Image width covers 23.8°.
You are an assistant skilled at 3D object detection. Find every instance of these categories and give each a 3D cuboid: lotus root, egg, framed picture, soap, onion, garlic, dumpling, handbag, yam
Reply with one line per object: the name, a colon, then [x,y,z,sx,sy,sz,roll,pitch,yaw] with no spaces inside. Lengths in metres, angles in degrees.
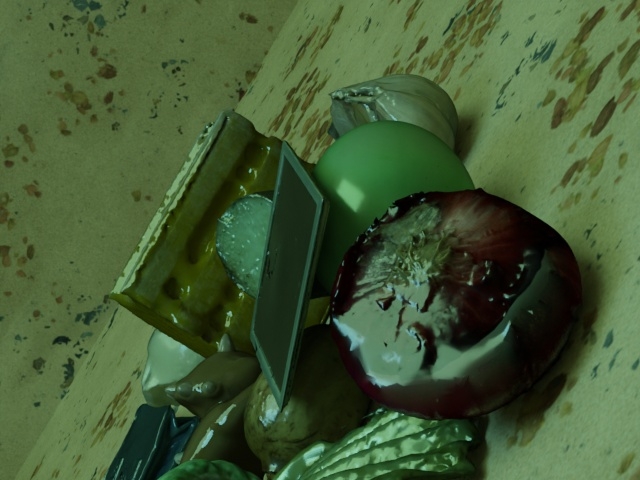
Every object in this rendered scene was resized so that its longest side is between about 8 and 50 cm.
lotus root: [-0.017,0.200,1.908,0.154,0.140,0.257,-23,36,54]
egg: [0.085,-0.027,1.854,0.220,0.220,0.269,-50,27,29]
framed picture: [-0.040,0.039,1.830,0.216,0.016,0.273,-121,39,-64]
soap: [-0.112,0.021,2.261,0.335,0.293,0.156,-63,13,-13]
onion: [0.152,0.081,1.591,0.272,0.195,0.272,-15,50,19]
garlic: [0.117,-0.169,2.156,0.143,0.178,0.229,-40,22,-16]
dumpling: [-0.188,0.173,2.506,0.258,0.147,0.193,-57,-29,11]
handbag: [-0.299,0.368,2.611,0.179,0.062,0.229,-63,16,-15]
yam: [0.000,0.000,2.038,0.161,0.268,0.161,4,96,42]

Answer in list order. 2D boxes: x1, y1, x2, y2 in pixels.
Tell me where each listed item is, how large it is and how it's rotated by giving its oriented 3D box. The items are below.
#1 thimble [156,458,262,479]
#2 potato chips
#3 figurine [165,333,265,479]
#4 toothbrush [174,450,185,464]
thimble: [-0.145,0.385,1.839,0.150,0.219,0.219,-45,20,46]
potato chips: [-0.024,0.293,1.610,0.389,0.097,0.373,-34,-3,42]
figurine: [-0.134,0.254,2.048,0.173,0.177,0.247,25,95,49]
toothbrush: [-0.118,0.282,2.245,0.418,0.042,0.040,-30,41,55]
